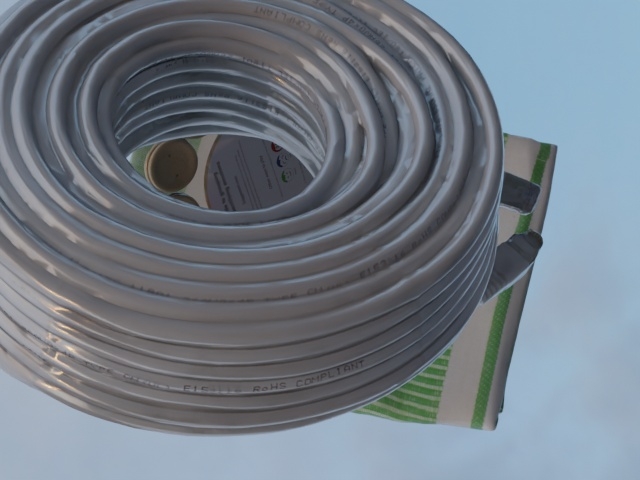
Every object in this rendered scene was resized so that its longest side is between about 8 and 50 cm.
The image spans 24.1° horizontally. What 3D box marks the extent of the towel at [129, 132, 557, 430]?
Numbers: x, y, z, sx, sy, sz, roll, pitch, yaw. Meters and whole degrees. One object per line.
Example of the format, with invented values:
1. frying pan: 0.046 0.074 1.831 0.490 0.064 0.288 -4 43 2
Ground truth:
1. towel: 0.000 0.000 1.139 0.038 0.325 0.247 85 -161 -76

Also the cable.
1. cable: -0.044 -0.028 0.675 0.257 0.257 0.089 -44 -23 -37

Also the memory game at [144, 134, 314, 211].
1. memory game: -0.039 -0.049 1.014 0.186 0.012 0.186 -16 -63 -33
